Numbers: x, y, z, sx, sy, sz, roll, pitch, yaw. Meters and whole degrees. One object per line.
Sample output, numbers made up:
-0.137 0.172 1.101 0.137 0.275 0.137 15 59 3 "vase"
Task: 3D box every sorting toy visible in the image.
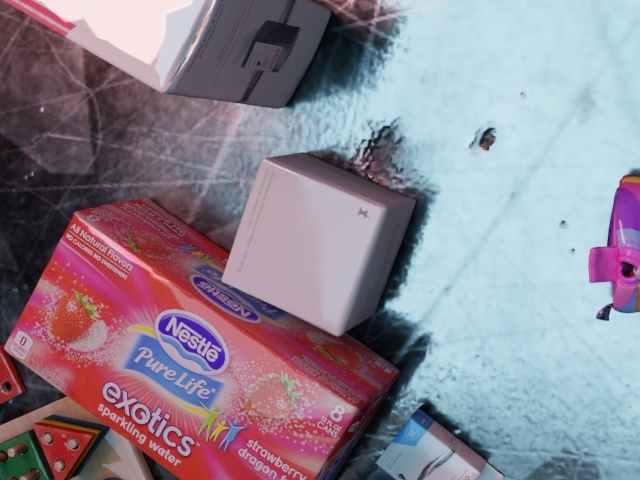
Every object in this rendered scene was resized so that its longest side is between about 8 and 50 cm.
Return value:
-0.218 0.196 0.952 0.132 0.046 0.275 -24 89 20 "sorting toy"

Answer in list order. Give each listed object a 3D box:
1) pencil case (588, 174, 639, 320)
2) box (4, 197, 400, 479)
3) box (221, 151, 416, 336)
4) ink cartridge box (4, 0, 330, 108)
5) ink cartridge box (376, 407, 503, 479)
0.297 0.016 0.727 0.236 0.104 0.104 5 99 17 "pencil case"
-0.087 0.090 0.853 0.257 0.122 0.128 34 105 12 "box"
0.000 0.000 0.830 0.102 0.087 0.101 23 104 14 "box"
-0.104 -0.166 0.774 0.158 0.218 0.092 31 100 12 "ink cartridge box"
0.091 0.173 0.853 0.083 0.028 0.048 37 107 10 "ink cartridge box"
